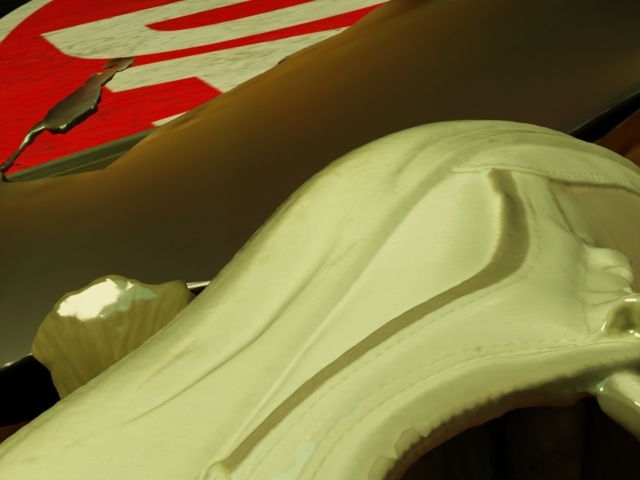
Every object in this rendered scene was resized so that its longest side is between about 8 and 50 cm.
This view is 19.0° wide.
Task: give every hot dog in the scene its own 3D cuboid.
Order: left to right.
[{"bbox_3d":[0.004,0.002,0.666,0.326,0.107,0.194,-19,30,-4],"label":"hot dog"}]

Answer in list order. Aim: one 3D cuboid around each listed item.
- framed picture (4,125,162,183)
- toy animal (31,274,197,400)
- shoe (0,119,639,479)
[{"bbox_3d":[-0.095,-0.011,0.966,0.232,0.024,0.315,-21,18,-31],"label":"framed picture"},{"bbox_3d":[-0.117,0.063,0.487,0.186,0.214,0.094,-48,16,-13],"label":"toy animal"},{"bbox_3d":[0.050,0.054,0.440,0.159,0.124,0.316,-1,24,38],"label":"shoe"}]
